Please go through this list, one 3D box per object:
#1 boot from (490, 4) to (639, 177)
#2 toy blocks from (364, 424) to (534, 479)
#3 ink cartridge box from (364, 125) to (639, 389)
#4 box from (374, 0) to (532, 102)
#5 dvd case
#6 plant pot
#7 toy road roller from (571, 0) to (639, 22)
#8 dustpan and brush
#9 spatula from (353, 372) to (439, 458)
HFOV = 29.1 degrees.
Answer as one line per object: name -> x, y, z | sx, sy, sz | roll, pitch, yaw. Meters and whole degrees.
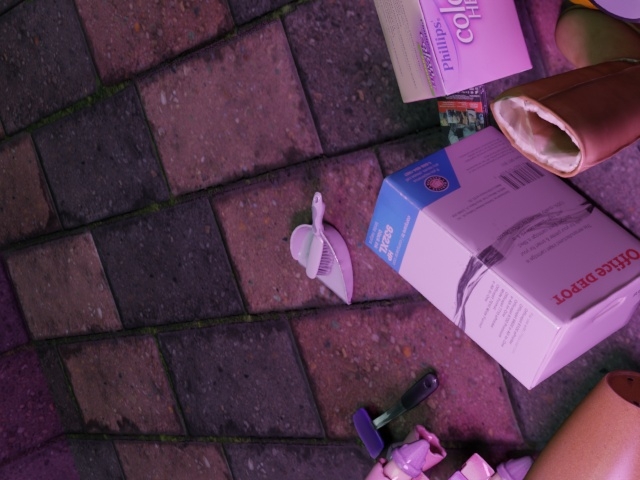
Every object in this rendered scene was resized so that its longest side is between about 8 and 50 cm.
boot -> 0.294, -0.185, 1.418 | 0.236, 0.269, 0.089 | 37, 133, 35
toy blocks -> 0.225, 0.398, 1.883 | 0.288, 0.309, 0.260 | 45, 106, 10
ink cartridge box -> 0.248, 0.014, 1.604 | 0.307, 0.223, 0.129 | 42, 138, 26
box -> 0.155, -0.298, 1.579 | 0.243, 0.117, 0.214 | -153, 46, -81
dvd case -> 0.205, -0.163, 1.752 | 0.087, 0.013, 0.120 | 8, 113, 49
plant pot -> 0.385, 0.308, 1.615 | 0.237, 0.237, 0.254 | 32, 117, 38
toy road roller -> 0.259, -0.389, 1.347 | 0.329, 0.203, 0.240 | 35, 170, -25
dustpan and brush -> 0.000, 0.000, 2.048 | 0.147, 0.060, 0.211 | 39, 134, 33
spatula -> 0.125, 0.285, 2.061 | 0.084, 0.030, 0.296 | 59, 143, 15
